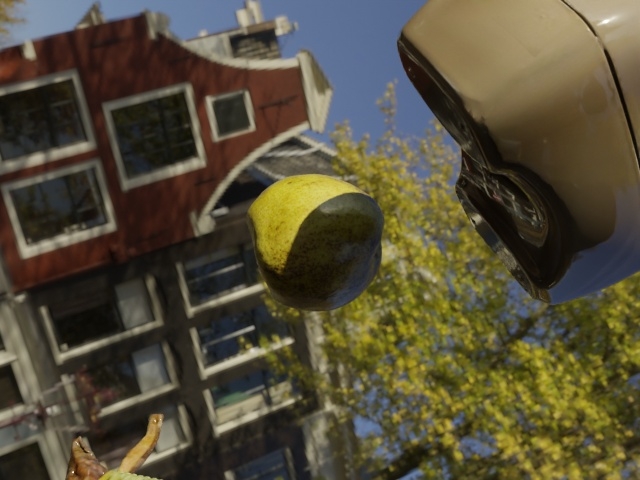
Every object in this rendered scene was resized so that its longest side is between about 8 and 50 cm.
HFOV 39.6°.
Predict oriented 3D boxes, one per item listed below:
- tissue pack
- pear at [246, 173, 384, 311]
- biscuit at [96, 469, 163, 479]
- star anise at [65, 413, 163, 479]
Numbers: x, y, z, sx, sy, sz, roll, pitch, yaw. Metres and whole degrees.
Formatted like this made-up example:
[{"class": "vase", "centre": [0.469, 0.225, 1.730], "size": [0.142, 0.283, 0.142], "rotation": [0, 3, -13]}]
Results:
[{"class": "tissue pack", "centre": [0.279, -0.135, 0.998], "size": [0.387, 0.277, 0.267], "rotation": [57, 5, -42]}, {"class": "pear", "centre": [0.000, 0.000, 1.229], "size": [0.197, 0.197, 0.197], "rotation": [49, -31, 43]}, {"class": "biscuit", "centre": [-0.226, 0.326, 1.055], "size": [0.231, 0.139, 0.016], "rotation": [-3, -66, 42]}, {"class": "star anise", "centre": [-0.284, 0.390, 1.175], "size": [0.292, 0.349, 0.109], "rotation": [45, -39, 17]}]
